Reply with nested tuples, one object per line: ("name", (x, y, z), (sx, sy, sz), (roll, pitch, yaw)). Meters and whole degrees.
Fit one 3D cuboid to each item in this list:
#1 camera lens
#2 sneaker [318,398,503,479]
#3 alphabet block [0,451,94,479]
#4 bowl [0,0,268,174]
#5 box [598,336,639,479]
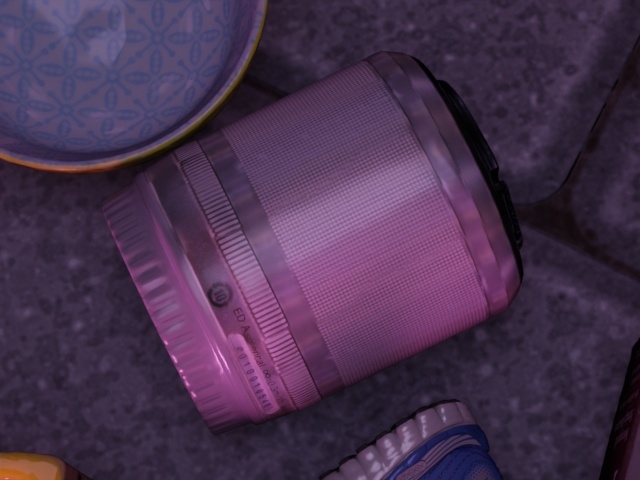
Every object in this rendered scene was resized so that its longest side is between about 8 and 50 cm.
("camera lens", (0.000, 0.000, 1.481), (0.274, 0.219, 0.219), (-26, 79, -3))
("sneaker", (0.006, 0.262, 1.475), (0.330, 0.130, 0.147), (-34, 80, -2))
("alphabet block", (-0.275, 0.255, 1.452), (0.193, 0.197, 0.192), (1, 79, 2))
("bowl", (-0.181, -0.178, 1.556), (0.289, 0.156, 0.289), (0, 79, 1))
("box", (0.298, 0.182, 1.461), (0.167, 0.168, 0.203), (16, 79, 5))
